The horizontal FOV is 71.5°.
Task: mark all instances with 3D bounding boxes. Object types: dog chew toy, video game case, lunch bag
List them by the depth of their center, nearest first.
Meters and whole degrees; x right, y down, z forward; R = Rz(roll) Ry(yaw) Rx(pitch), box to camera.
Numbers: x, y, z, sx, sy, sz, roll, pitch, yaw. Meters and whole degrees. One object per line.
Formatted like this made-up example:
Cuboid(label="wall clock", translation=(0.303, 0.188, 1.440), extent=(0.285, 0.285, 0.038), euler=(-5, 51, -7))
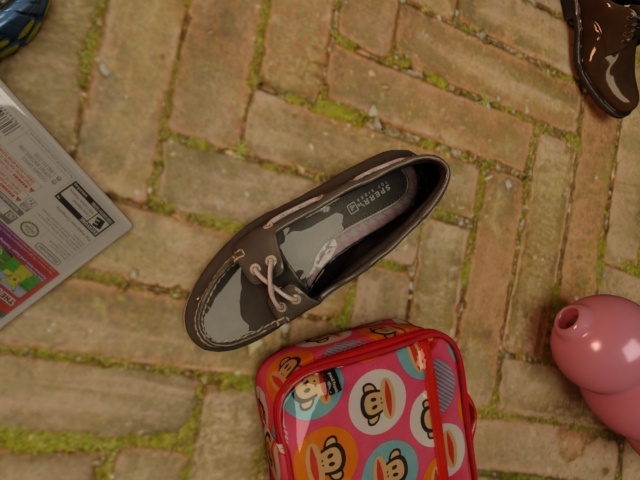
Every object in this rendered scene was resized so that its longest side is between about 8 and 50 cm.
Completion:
Cuboid(label="video game case", translation=(-0.302, -0.030, 0.377), extent=(0.183, 0.023, 0.201), euler=(-42, 122, -15))
Cuboid(label="lunch bag", translation=(0.073, 0.242, 0.499), extent=(0.258, 0.120, 0.293), euler=(-11, 95, -24))
Cuboid(label="dog chew toy", translation=(0.453, 0.188, 0.596), extent=(0.331, 0.206, 0.207), euler=(33, 79, -8))

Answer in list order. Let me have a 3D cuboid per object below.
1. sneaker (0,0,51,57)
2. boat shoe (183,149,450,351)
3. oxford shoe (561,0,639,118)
Cuboid(label="sneaker", translation=(-0.322, -0.185, 0.378), extent=(0.188, 0.067, 0.078), euler=(-36, 108, -13))
Cuboid(label="boat shoe", translation=(0.000, 0.000, 0.478), extent=(0.335, 0.095, 0.112), euler=(-37, 102, -17))
Cuboid(label="oxford shoe", translation=(0.420, -0.288, 0.634), extent=(0.082, 0.096, 0.227), euler=(-24, 99, -20))
